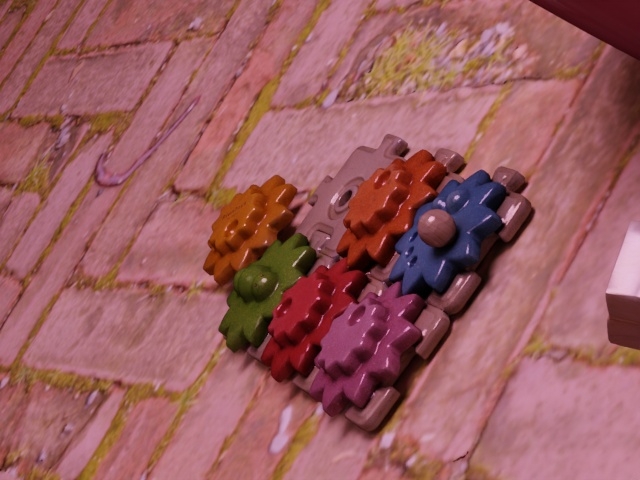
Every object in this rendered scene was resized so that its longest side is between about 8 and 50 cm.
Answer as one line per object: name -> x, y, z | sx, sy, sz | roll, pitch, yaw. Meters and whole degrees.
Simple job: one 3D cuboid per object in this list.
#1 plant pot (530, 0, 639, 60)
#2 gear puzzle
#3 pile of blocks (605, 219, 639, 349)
plant pot -> 0.166, -0.187, 1.007 | 0.201, 0.180, 0.201 | -40, 27, 25
gear puzzle -> 0.000, 0.000, 1.205 | 0.175, 0.044, 0.339 | -54, 24, -5
pile of blocks -> 0.237, -0.049, 0.727 | 0.362, 0.149, 0.112 | -20, 39, 51
